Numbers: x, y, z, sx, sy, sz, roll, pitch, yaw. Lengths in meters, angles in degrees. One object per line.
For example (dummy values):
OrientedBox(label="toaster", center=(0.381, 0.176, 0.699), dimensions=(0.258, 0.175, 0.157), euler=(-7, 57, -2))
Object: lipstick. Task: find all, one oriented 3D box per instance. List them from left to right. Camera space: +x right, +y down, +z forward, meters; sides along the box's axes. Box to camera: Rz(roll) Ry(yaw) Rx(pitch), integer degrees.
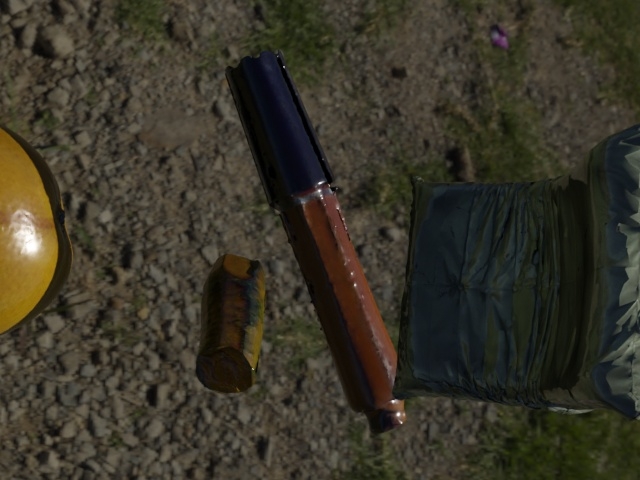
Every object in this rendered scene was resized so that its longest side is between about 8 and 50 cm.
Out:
OrientedBox(label="lipstick", center=(0.000, 0.000, 1.011), dimensions=(0.077, 0.077, 0.419), euler=(-18, 87, -41))

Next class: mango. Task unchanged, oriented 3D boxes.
OrientedBox(label="mango", center=(-0.458, -0.028, 1.045), dimensions=(0.377, 0.221, 0.264), euler=(12, 87, -15))

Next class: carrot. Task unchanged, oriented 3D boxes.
OrientedBox(label="carrot", center=(-0.107, 0.095, 1.150), dimensions=(0.082, 0.082, 0.173), euler=(38, 35, -31))

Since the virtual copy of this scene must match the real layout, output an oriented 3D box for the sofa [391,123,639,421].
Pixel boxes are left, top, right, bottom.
OrientedBox(label="sofa", center=(0.166, 0.031, 0.747), dimensions=(0.175, 0.225, 0.210), euler=(7, 82, -4))
